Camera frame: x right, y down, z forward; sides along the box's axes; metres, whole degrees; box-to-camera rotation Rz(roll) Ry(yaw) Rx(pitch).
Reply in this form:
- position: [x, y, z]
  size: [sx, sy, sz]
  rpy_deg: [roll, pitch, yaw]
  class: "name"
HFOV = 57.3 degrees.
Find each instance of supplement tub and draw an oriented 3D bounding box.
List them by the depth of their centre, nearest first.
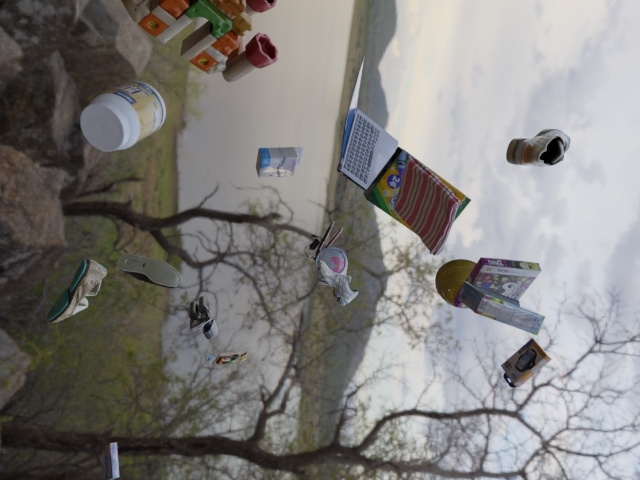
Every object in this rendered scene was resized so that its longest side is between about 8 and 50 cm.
- position: [-0.506, -0.319, 1.510]
  size: [0.199, 0.145, 0.144]
  rpy_deg: [-61, 163, -58]
  class: "supplement tub"

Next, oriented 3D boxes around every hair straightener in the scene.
- position: [0.000, 0.000, 2.334]
  size: [0.230, 0.089, 0.047]
  rpy_deg: [-53, -179, 44]
  class: "hair straightener"

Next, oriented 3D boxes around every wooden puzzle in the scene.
- position: [-0.252, 0.322, 1.594]
  size: [0.078, 0.117, 0.014]
  rpy_deg: [117, -38, -50]
  class: "wooden puzzle"

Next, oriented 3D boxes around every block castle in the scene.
- position: [-0.293, -0.634, 1.455]
  size: [0.453, 0.213, 0.302]
  rpy_deg: [29, 48, -45]
  class: "block castle"

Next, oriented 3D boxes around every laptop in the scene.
- position: [0.213, -0.430, 2.321]
  size: [0.236, 0.408, 0.381]
  rpy_deg: [-31, -146, 45]
  class: "laptop"

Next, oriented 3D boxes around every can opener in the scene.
- position: [-0.397, 0.267, 1.980]
  size: [0.095, 0.076, 0.283]
  rpy_deg: [61, -6, -12]
  class: "can opener"

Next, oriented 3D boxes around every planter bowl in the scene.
- position: [0.533, 0.186, 2.216]
  size: [0.090, 0.217, 0.217]
  rpy_deg: [-50, 152, -57]
  class: "planter bowl"

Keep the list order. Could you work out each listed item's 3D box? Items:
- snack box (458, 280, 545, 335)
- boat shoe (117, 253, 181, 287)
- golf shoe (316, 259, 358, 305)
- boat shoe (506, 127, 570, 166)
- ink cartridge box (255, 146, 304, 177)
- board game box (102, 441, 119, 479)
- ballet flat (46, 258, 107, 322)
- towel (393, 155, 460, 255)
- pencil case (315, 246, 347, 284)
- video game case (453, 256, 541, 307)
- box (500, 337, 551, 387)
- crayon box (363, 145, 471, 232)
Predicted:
- position: [0.547, 0.204, 1.785]
  size: [0.174, 0.207, 0.070]
  rpy_deg: [-110, -141, -81]
  class: "snack box"
- position: [-0.579, 0.110, 2.014]
  size: [0.079, 0.233, 0.083]
  rpy_deg: [88, 22, -60]
  class: "boat shoe"
- position: [0.057, 0.128, 1.952]
  size: [0.176, 0.086, 0.069]
  rpy_deg: [56, 6, -11]
  class: "golf shoe"
- position: [0.686, -0.270, 1.770]
  size: [0.103, 0.303, 0.113]
  rpy_deg: [23, -58, 43]
  class: "boat shoe"
- position: [-0.149, -0.298, 2.233]
  size: [0.104, 0.180, 0.060]
  rpy_deg: [107, -27, -48]
  class: "ink cartridge box"
- position: [-0.569, 0.601, 1.585]
  size: [0.090, 0.020, 0.090]
  rpy_deg: [-39, -123, 47]
  class: "board game box"
- position: [-0.572, 0.130, 1.386]
  size: [0.206, 0.067, 0.073]
  rpy_deg: [-46, -139, 23]
  class: "ballet flat"
- position: [0.221, -0.078, 1.269]
  size: [0.197, 0.029, 0.144]
  rpy_deg: [56, -36, 44]
  class: "towel"
- position: [0.037, 0.100, 2.194]
  size: [0.113, 0.124, 0.273]
  rpy_deg: [57, -6, 9]
  class: "pencil case"
- position: [0.586, 0.150, 1.956]
  size: [0.232, 0.211, 0.041]
  rpy_deg: [109, -18, -45]
  class: "video game case"
- position: [0.555, 0.339, 1.601]
  size: [0.136, 0.028, 0.081]
  rpy_deg: [-45, -154, 12]
  class: "box"
- position: [0.334, -0.138, 1.958]
  size: [0.203, 0.323, 0.083]
  rpy_deg: [-54, -167, 12]
  class: "crayon box"
